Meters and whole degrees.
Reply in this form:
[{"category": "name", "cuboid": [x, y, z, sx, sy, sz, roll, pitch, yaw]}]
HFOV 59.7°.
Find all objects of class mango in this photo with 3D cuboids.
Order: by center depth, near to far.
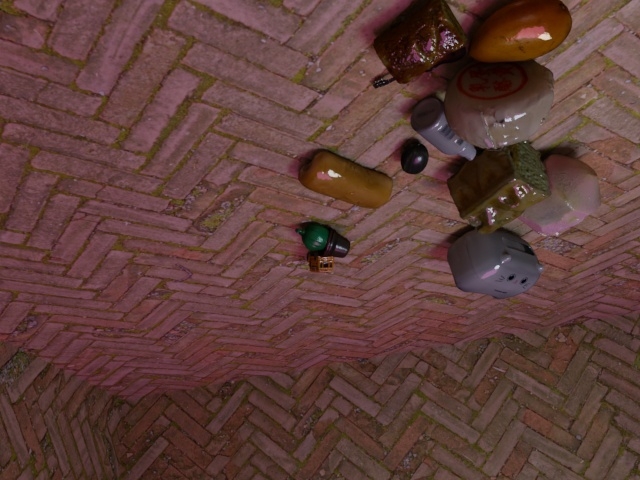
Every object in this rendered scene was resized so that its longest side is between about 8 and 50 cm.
[{"category": "mango", "cuboid": [0.433, -0.453, 1.225, 0.219, 0.112, 0.145, -15, 151, 19]}]

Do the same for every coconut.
[{"category": "coconut", "cuboid": [0.735, -0.144, 1.719, 0.233, 0.233, 0.245, 11, 150, -31]}]

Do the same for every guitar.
[{"category": "guitar", "cuboid": [0.229, -0.419, 1.322, 0.233, 0.025, 0.088, -22, 147, 25]}]

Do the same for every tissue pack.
[{"category": "tissue pack", "cuboid": [0.662, 0.081, 2.093, 0.333, 0.229, 0.236, 14, 143, -35]}]

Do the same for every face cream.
[{"category": "face cream", "cuboid": [0.350, -0.286, 1.508, 0.101, 0.101, 0.251, -29, 145, 32]}]

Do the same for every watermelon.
[{"category": "watermelon", "cuboid": [0.270, -0.236, 1.600, 0.078, 0.078, 0.111, -5, 150, -5]}]

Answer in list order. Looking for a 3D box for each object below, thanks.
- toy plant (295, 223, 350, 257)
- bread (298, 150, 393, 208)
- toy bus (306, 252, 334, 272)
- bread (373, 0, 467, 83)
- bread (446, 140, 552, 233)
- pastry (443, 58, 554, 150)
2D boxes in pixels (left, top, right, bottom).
[{"category": "toy plant", "cuboid": [0.000, 0.000, 1.928, 0.200, 0.105, 0.143, 21, 162, -12]}, {"category": "bread", "cuboid": [0.083, -0.169, 1.661, 0.305, 0.091, 0.142, 15, 148, -34]}, {"category": "toy bus", "cuboid": [-0.002, 0.081, 2.038, 0.069, 0.074, 0.162, 0, 178, -15]}, {"category": "bread", "cuboid": [0.219, -0.430, 1.217, 0.172, 0.103, 0.132, -25, 126, 32]}, {"category": "bread", "cuboid": [0.528, -0.165, 1.653, 0.196, 0.238, 0.252, 1, 157, -41]}, {"category": "pastry", "cuboid": [0.413, -0.330, 1.303, 0.265, 0.265, 0.133, -12, 137, 6]}]
